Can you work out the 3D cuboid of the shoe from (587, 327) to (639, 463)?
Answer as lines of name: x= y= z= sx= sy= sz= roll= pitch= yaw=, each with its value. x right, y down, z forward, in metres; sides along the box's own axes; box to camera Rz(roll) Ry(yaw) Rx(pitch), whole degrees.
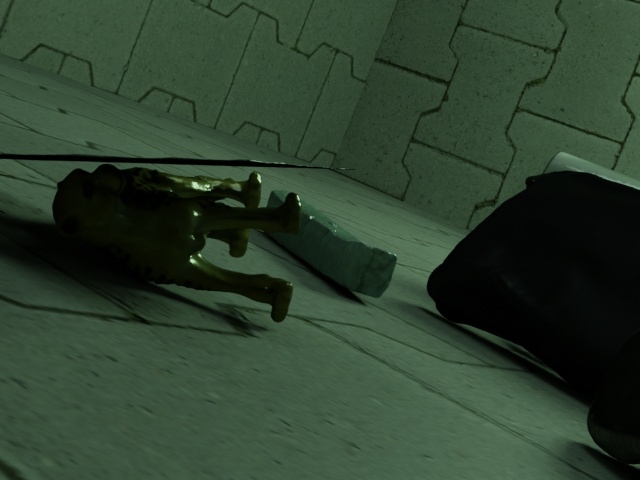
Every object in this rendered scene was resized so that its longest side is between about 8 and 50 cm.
shoe: x=0.232 y=0.111 z=0.579 sx=0.112 sy=0.099 sz=0.227 roll=28 pitch=3 yaw=-17

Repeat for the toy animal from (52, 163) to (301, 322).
toy animal: x=-0.093 y=-0.017 z=0.658 sx=0.136 sy=0.073 sz=0.181 roll=9 pitch=13 yaw=-18

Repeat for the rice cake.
rice cake: x=0.000 y=0.000 z=0.967 sx=0.042 sy=0.045 sz=0.245 roll=17 pitch=8 yaw=-23

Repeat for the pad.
pad: x=-0.128 y=-0.047 z=0.604 sx=0.265 sy=0.009 sz=0.159 roll=3 pitch=3 yaw=20

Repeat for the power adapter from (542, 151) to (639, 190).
power adapter: x=0.329 y=0.039 z=1.147 sx=0.255 sy=0.187 sz=0.124 roll=26 pitch=7 yaw=27

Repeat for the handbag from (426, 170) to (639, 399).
handbag: x=0.235 y=0.037 z=0.897 sx=0.332 sy=0.191 sz=0.075 roll=29 pitch=-27 yaw=54
